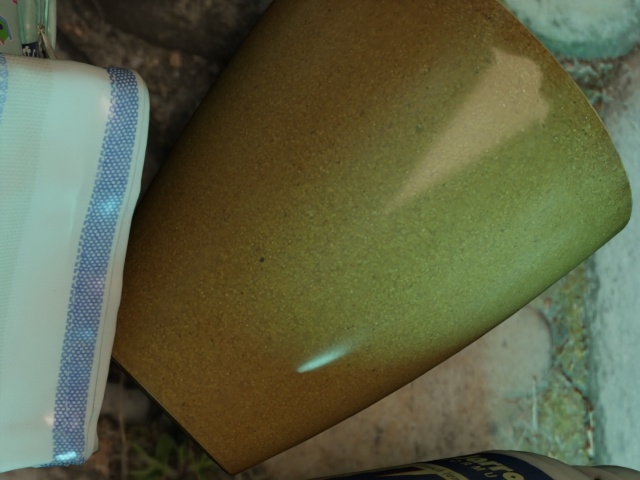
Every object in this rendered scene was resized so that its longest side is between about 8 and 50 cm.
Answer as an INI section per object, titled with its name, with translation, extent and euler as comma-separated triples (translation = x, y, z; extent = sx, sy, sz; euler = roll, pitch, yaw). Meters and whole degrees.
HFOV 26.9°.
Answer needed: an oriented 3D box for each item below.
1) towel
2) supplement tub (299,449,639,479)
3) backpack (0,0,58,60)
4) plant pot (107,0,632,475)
[towel]
translation = -0.196, 0.020, 0.560
extent = 0.285, 0.034, 0.209
euler = -2, 109, -47
[supplement tub]
translation = 0.049, 0.240, 0.726
extent = 0.325, 0.235, 0.235
euler = -3, 87, -31
[backpack]
translation = -0.200, -0.104, 0.674
extent = 0.115, 0.152, 0.182
euler = 4, 80, -49
[plant pot]
translation = 0.000, 0.000, 0.741
extent = 0.254, 0.237, 0.237
euler = -46, 109, -11
